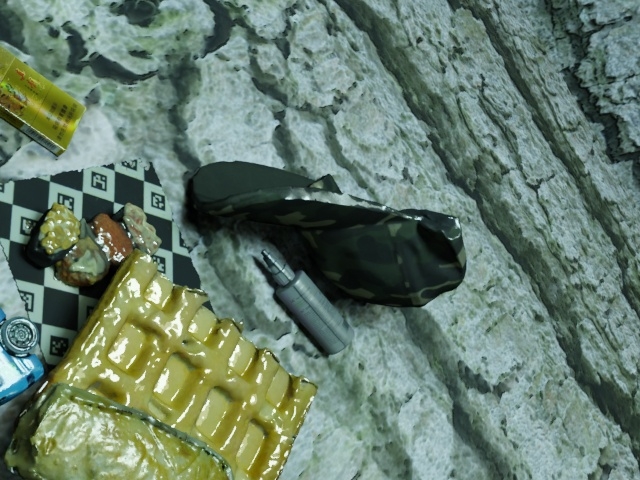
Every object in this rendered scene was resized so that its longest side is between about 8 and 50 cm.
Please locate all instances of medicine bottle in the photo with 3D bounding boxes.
[{"bbox_3d":[-0.028,0.089,1.439,0.199,0.057,0.057,50,40,-16],"label":"medicine bottle"}]

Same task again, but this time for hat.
[{"bbox_3d":[0.000,0.000,1.426,0.381,0.366,0.257,-12,106,-24],"label":"hat"}]

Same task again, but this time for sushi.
[{"bbox_3d":[-0.268,0.012,1.221,0.290,0.050,0.264,-15,80,-51],"label":"sushi"}]

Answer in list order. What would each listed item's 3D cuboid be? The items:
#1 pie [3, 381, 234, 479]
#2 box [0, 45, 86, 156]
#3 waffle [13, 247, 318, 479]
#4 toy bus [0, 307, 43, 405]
[{"bbox_3d":[-0.205,0.257,1.028,0.282,0.068,0.128,37,59,-34],"label":"pie"},{"bbox_3d":[-0.390,-0.188,1.221,0.156,0.022,0.089,38,44,-27],"label":"box"},{"bbox_3d":[-0.181,0.216,1.154,0.348,0.077,0.304,44,52,-23],"label":"waffle"},{"bbox_3d":[-0.413,0.081,0.969,0.246,0.113,0.134,55,43,-7],"label":"toy bus"}]
